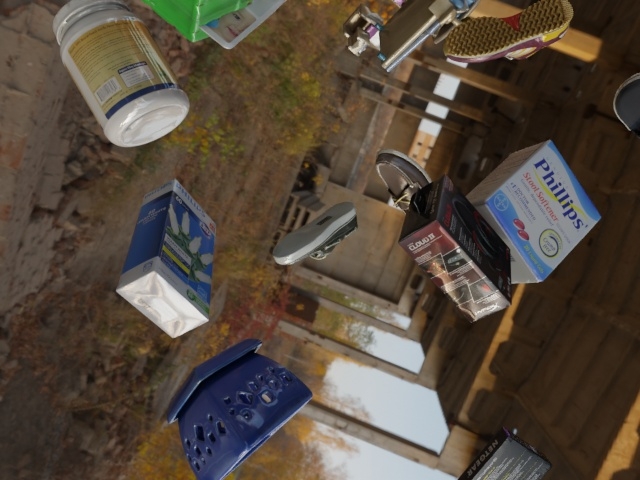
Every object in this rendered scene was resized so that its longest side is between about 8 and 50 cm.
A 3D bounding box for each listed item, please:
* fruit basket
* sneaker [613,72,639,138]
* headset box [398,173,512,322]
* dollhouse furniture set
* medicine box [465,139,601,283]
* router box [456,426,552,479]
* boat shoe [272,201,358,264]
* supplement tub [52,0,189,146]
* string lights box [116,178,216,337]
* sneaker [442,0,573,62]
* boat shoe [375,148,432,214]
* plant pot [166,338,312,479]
[{"bbox_3d":[-0.174,-0.526,0.822,0.353,0.327,0.165,-52,-175,-21],"label":"fruit basket"},{"bbox_3d":[0.606,-0.156,0.744,0.127,0.321,0.126,-37,153,-37],"label":"sneaker"},{"bbox_3d":[0.304,0.003,1.107,0.110,0.293,0.218,-35,-164,35],"label":"headset box"},{"bbox_3d":[0.215,-0.436,1.054,0.286,0.198,0.304,-37,-141,40],"label":"dollhouse furniture set"},{"bbox_3d":[0.556,-0.074,1.308,0.289,0.264,0.149,-40,-172,-18],"label":"medicine box"},{"bbox_3d":[0.430,0.547,1.137,0.179,0.133,0.046,-54,-175,9],"label":"router box"},{"bbox_3d":[0.000,0.000,0.979,0.219,0.077,0.070,-34,122,-32],"label":"boat shoe"},{"bbox_3d":[-0.500,-0.423,1.220,0.228,0.316,0.228,-30,180,0],"label":"supplement tub"},{"bbox_3d":[-0.255,0.022,0.841,0.133,0.076,0.260,54,16,-37],"label":"string lights box"},{"bbox_3d":[0.284,-0.304,0.747,0.084,0.185,0.070,33,48,-72],"label":"sneaker"},{"bbox_3d":[0.255,-0.121,1.346,0.116,0.324,0.097,0,-124,50],"label":"boat shoe"},{"bbox_3d":[-0.197,0.376,1.104,0.236,0.212,0.236,-22,155,-52],"label":"plant pot"}]
